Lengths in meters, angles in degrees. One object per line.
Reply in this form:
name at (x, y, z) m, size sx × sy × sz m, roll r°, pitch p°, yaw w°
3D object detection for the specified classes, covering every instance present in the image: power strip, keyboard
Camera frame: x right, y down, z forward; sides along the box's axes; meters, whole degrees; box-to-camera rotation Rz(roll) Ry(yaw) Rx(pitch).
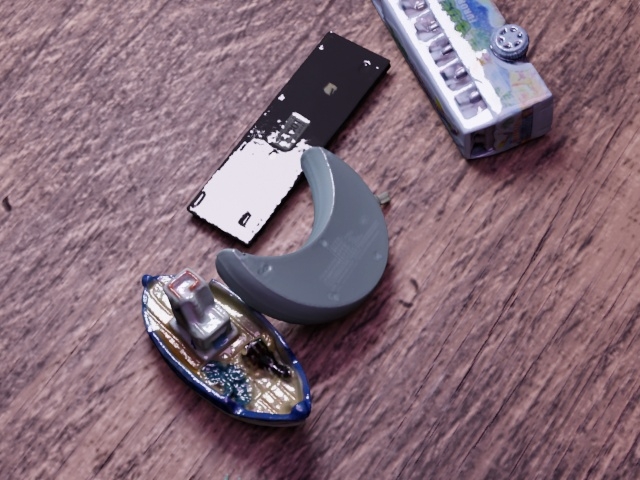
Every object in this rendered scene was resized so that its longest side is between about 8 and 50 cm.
power strip at (0.000, 0.000, 1.557) m, size 0.167 × 0.054 × 0.253 m, roll 44°, pitch 49°, yaw -4°
keyboard at (-0.032, -0.125, 1.667) m, size 0.106 × 0.027 × 0.317 m, roll 30°, pitch 66°, yaw 16°

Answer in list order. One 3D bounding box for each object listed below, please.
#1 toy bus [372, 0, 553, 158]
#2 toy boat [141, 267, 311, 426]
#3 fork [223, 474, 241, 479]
toy bus at (0.167, -0.262, 1.706) m, size 0.136 × 0.109 × 0.330 m, roll -26°, pitch 66°, yaw -3°
toy boat at (-0.107, 0.112, 1.492) m, size 0.262 × 0.115 × 0.114 m, roll 42°, pitch 69°, yaw 17°
fork at (-0.117, 0.360, 1.420) m, size 0.039 × 0.021 × 0.235 m, roll 12°, pitch 64°, yaw 8°
